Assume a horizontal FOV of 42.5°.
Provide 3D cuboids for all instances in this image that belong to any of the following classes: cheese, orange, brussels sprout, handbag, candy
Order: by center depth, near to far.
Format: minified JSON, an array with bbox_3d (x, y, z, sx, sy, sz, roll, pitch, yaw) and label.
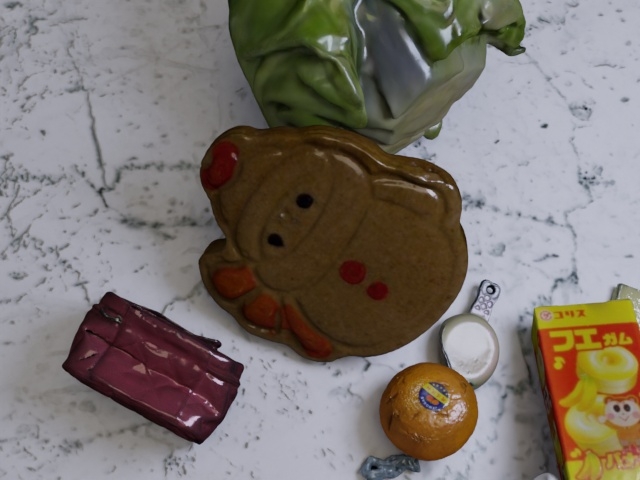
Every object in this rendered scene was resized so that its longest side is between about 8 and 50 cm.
[{"bbox_3d":[-0.217,0.166,1.092,0.225,0.146,0.135,29,76,2],"label":"handbag"},{"bbox_3d":[0.147,0.235,1.133,0.136,0.117,0.135,3,60,-6],"label":"orange"},{"bbox_3d":[0.383,0.219,1.133,0.146,0.088,0.276,-7,55,4],"label":"candy"},{"bbox_3d":[0.056,-0.325,1.194,0.425,0.342,0.361,-33,75,-19],"label":"brussels sprout"},{"bbox_3d":[0.217,0.135,1.211,0.092,0.047,0.171,9,71,-7],"label":"cheese"}]

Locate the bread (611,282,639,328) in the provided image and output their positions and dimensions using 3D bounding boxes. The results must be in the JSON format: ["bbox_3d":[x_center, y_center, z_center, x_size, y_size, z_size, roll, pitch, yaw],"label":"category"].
[{"bbox_3d":[0.467,0.142,1.253,0.068,0.028,0.153,19,70,0],"label":"bread"}]

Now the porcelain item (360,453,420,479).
[{"bbox_3d":[0.096,0.316,1.145,0.083,0.028,0.036,-6,56,-8],"label":"porcelain item"}]

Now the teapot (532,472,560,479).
[{"bbox_3d":[0.214,0.425,1.064,0.204,0.139,0.298,33,71,7],"label":"teapot"}]

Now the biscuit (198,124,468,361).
[{"bbox_3d":[0.000,0.000,1.099,0.381,0.359,0.074,35,25,-11],"label":"biscuit"}]
